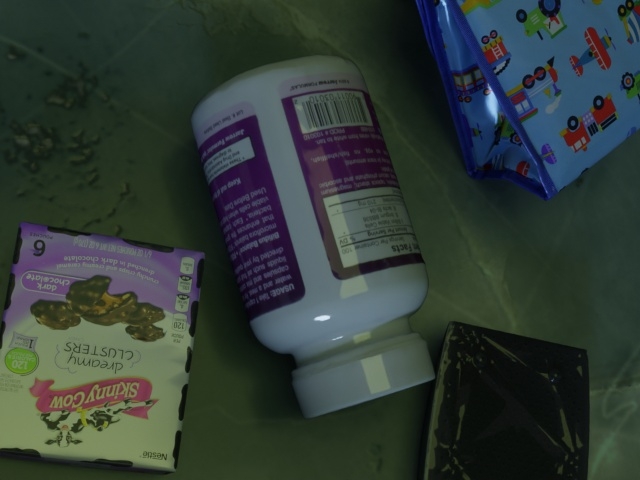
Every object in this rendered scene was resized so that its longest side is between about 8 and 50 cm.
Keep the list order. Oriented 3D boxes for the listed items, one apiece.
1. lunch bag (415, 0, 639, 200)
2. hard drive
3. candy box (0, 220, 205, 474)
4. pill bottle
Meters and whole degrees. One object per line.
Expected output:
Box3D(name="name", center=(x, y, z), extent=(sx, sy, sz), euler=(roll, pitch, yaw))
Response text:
Box3D(name="lunch bag", center=(0.214, -0.227, 1.003), extent=(0.221, 0.138, 0.293), euler=(-37, 118, -17))
Box3D(name="hard drive", center=(0.173, 0.218, 0.994), extent=(0.172, 0.054, 0.255), euler=(13, 73, -15))
Box3D(name="candy box", center=(-0.197, 0.097, 0.894), extent=(0.164, 0.070, 0.196), euler=(10, 73, -16))
Box3D(name="pill bottle", center=(0.000, 0.000, 0.932), extent=(0.169, 0.169, 0.301), euler=(-14, 81, -21))
